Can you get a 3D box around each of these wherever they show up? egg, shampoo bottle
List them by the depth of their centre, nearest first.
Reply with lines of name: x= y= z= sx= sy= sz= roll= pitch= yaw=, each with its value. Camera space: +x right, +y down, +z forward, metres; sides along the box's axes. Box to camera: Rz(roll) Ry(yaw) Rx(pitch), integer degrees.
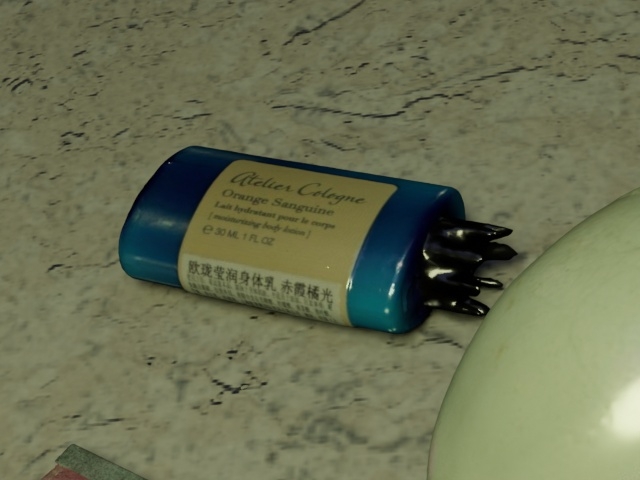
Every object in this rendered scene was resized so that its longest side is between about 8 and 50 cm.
egg: x=0.132 y=0.058 z=0.572 sx=0.209 sy=0.151 sz=0.151 roll=-29 pitch=44 yaw=-14
shampoo bottle: x=0.000 y=0.000 z=0.746 sx=0.183 sy=0.050 sz=0.087 roll=11 pitch=44 yaw=25

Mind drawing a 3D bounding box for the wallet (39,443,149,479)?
wallet: x=-0.049 y=0.162 z=0.602 sx=0.232 sy=0.025 sz=0.119 roll=19 pitch=52 yaw=32
